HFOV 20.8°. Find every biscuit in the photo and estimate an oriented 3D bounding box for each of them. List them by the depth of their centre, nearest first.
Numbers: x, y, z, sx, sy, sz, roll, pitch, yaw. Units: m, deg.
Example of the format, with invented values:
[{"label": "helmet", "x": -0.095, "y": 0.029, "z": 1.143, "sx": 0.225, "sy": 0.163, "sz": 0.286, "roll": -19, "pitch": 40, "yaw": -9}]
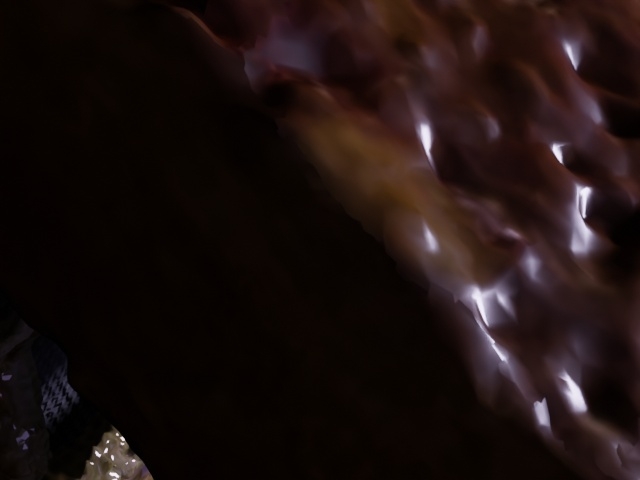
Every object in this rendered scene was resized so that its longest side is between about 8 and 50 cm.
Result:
[{"label": "biscuit", "x": 0.021, "y": -0.061, "z": 0.658, "sx": 0.166, "sy": 0.395, "sz": 0.343, "roll": -45, "pitch": 172, "yaw": 38}]

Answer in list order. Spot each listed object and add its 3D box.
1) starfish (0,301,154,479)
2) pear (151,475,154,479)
[{"label": "starfish", "x": -0.172, "y": 0.150, "z": 0.903, "sx": 0.432, "sy": 0.082, "sz": 0.324, "roll": -56, "pitch": 160, "yaw": -14}, {"label": "pear", "x": 0.000, "y": 0.000, "z": 0.873, "sx": 0.292, "sy": 0.159, "sz": 0.292, "roll": -8, "pitch": 90, "yaw": -74}]
